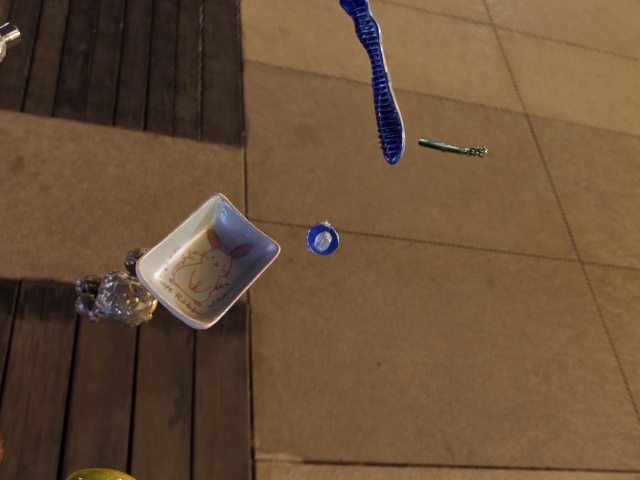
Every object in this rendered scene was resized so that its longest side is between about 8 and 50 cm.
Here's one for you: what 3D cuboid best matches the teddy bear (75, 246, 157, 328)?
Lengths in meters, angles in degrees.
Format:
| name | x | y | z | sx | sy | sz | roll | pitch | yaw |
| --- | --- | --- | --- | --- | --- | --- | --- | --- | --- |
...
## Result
| name | x | y | z | sx | sy | sz | roll | pitch | yaw |
| --- | --- | --- | --- | --- | --- | --- | --- | --- | --- |
| teddy bear | -0.363 | 0.105 | 1.343 | 0.177 | 0.190 | 0.140 | -28 | 99 | -6 |

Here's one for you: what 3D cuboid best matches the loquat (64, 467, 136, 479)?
| name | x | y | z | sx | sy | sz | roll | pitch | yaw |
| --- | --- | --- | --- | --- | --- | --- | --- | --- | --- |
| loquat | -0.409 | 0.556 | 1.381 | 0.246 | 0.213 | 0.213 | 34 | 48 | 0 |

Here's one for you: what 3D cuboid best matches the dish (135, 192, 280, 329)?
| name | x | y | z | sx | sy | sz | roll | pitch | yaw |
| --- | --- | --- | --- | --- | --- | --- | --- | --- | --- |
| dish | -0.185 | 0.042 | 1.166 | 0.151 | 0.077 | 0.212 | 41 | 53 | 1 |

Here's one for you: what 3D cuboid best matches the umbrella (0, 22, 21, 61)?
| name | x | y | z | sx | sy | sz | roll | pitch | yaw |
| --- | --- | --- | --- | --- | --- | --- | --- | --- | --- |
| umbrella | -0.627 | -0.287 | 1.211 | 0.073 | 0.067 | 0.337 | 42 | 43 | -10 |

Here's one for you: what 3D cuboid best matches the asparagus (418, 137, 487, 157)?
| name | x | y | z | sx | sy | sz | roll | pitch | yaw |
| --- | --- | --- | --- | --- | --- | --- | --- | --- | --- |
| asparagus | 0.173 | -0.122 | 0.952 | 0.015 | 0.018 | 0.127 | -40 | 30 | -17 |

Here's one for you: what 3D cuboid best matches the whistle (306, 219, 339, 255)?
| name | x | y | z | sx | sy | sz | roll | pitch | yaw |
| --- | --- | --- | --- | --- | --- | --- | --- | --- | --- |
| whistle | 0.000 | 0.000 | 0.643 | 0.029 | 0.033 | 0.083 | 33 | 4 | -6 |

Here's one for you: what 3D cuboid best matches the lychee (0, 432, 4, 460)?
| name | x | y | z | sx | sy | sz | roll | pitch | yaw |
| --- | --- | --- | --- | --- | --- | --- | --- | --- | --- |
| lychee | -0.586 | 0.325 | 1.108 | 0.194 | 0.194 | 0.194 | 11 | 50 | -14 |

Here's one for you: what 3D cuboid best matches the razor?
| name | x | y | z | sx | sy | sz | roll | pitch | yaw |
| --- | --- | --- | --- | --- | --- | --- | --- | --- | --- |
| razor | 0.041 | -0.135 | 0.556 | 0.028 | 0.044 | 0.154 | -28 | 104 | -43 |
